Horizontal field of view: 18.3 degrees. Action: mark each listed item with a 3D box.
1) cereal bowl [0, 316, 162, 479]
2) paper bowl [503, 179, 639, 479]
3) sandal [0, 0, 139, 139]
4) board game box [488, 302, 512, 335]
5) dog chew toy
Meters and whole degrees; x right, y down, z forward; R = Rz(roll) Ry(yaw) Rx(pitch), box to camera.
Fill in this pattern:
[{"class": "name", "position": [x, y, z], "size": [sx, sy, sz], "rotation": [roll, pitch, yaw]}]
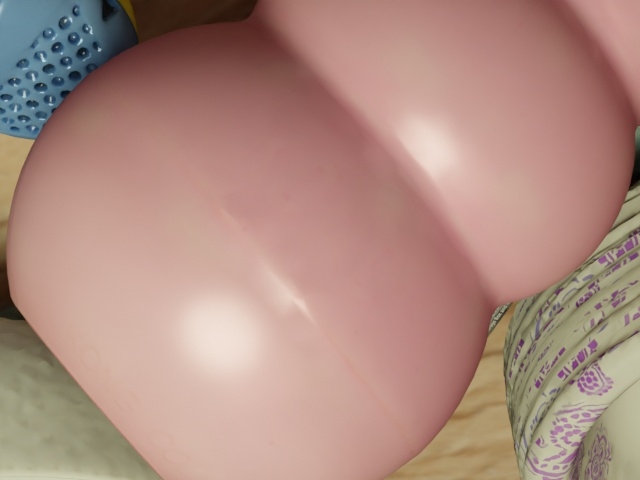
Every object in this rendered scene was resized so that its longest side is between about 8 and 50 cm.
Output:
[{"class": "cereal bowl", "position": [-0.215, 0.135, 1.033], "size": [0.339, 0.141, 0.339], "rotation": [-11, 150, -6]}, {"class": "paper bowl", "position": [0.232, 0.058, 0.998], "size": [0.284, 0.148, 0.284], "rotation": [-4, 138, -4]}, {"class": "sandal", "position": [-0.223, -0.101, 0.819], "size": [0.317, 0.138, 0.126], "rotation": [18, 131, -23]}, {"class": "board game box", "position": [0.000, 0.000, 0.992], "size": [0.194, 0.060, 0.194], "rotation": [16, 133, -18]}, {"class": "dog chew toy", "position": [0.033, -0.043, 0.828], "size": [0.332, 0.206, 0.206], "rotation": [-41, 132, -6]}]
